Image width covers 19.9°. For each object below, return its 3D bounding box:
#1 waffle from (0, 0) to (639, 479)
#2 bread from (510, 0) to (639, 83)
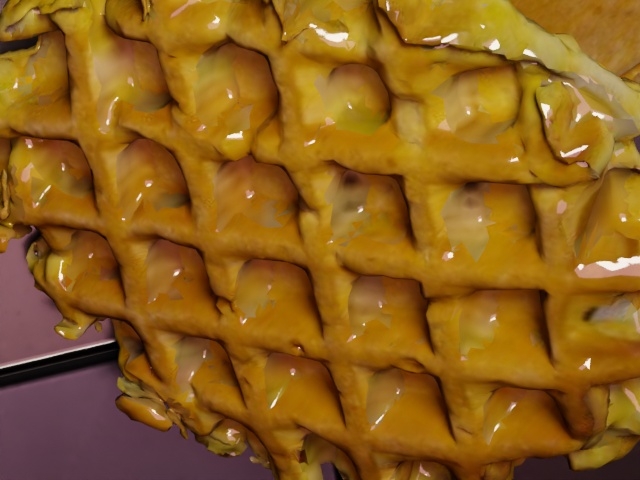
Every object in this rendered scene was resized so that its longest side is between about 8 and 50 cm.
[{"bbox_3d":[0.000,0.000,0.764,0.325,0.068,0.302,40,133,-7],"label":"waffle"},{"bbox_3d":[0.112,-0.179,0.774,0.253,0.142,0.227,-40,146,4],"label":"bread"}]
